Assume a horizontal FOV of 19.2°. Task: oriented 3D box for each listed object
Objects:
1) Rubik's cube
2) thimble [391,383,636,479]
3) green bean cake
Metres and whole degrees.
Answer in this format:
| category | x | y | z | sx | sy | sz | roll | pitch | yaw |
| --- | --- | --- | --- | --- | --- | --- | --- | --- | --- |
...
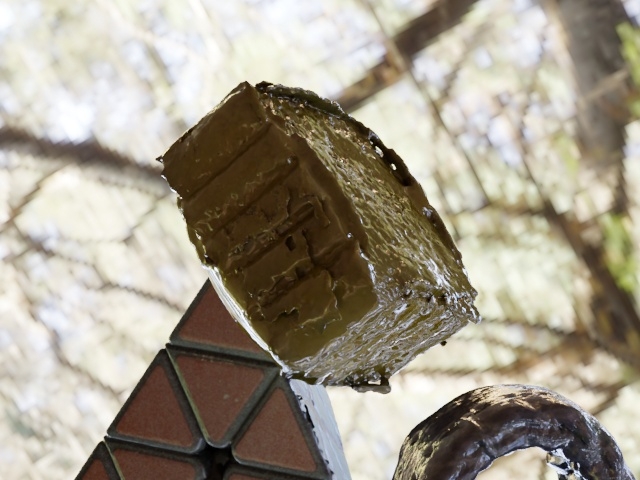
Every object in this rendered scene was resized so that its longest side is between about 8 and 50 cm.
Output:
| category | x | y | z | sx | sy | sz | roll | pitch | yaw |
| --- | --- | --- | --- | --- | --- | --- | --- | --- | --- |
| Rubik's cube | -0.063 | 0.174 | 1.633 | 0.233 | 0.228 | 0.228 | -23 | -135 | 59 |
| thimble | 0.116 | 0.163 | 1.133 | 0.150 | 0.150 | 0.098 | -32 | -173 | -8 |
| green bean cake | 0.000 | 0.000 | 1.457 | 0.131 | 0.224 | 0.230 | -38 | 159 | 18 |
